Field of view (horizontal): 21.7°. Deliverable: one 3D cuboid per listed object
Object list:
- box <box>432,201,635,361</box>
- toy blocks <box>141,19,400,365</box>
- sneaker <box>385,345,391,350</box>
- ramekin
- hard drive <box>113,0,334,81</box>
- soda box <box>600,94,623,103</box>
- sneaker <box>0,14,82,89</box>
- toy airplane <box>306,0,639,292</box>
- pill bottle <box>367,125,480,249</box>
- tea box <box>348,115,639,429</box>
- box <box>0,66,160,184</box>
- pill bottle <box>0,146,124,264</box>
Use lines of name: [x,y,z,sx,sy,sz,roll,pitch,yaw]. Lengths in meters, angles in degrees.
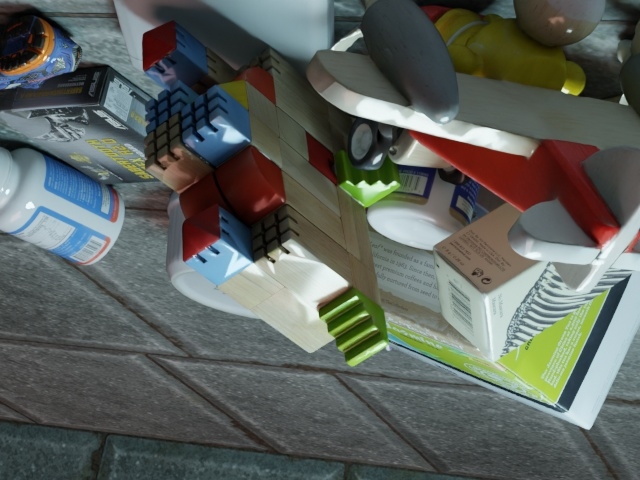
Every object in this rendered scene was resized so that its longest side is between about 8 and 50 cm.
box: [0.254,0.002,1.739,0.094,0.275,0.113,44,157,40]
toy blocks: [-0.070,-0.073,1.700,0.191,0.381,0.261,-33,131,24]
sneaker: [0.097,0.075,2.394,0.102,0.161,0.282,12,160,5]
ramekin: [-0.099,0.023,2.408,0.273,0.127,0.273,10,162,3]
hard drive: [-0.102,-0.252,1.738,0.233,0.047,0.353,10,161,4]
soda box: [0.291,-0.112,1.881,0.058,0.061,0.181,26,156,-37]
sneaker: [-0.368,-0.207,1.984,0.221,0.083,0.087,-3,165,45]
toy airplane: [0.203,-0.130,1.561,0.384,0.272,0.386,21,-164,10]
pill bottle: [0.127,-0.093,1.830,0.112,0.186,0.112,15,162,5]
tea box: [0.176,0.037,2.014,0.329,0.220,0.323,20,170,39]
box: [-0.276,-0.143,2.144,0.183,0.056,0.231,-1,157,33]
pill bottle: [-0.398,-0.058,2.363,0.221,0.124,0.124,28,155,-38]
